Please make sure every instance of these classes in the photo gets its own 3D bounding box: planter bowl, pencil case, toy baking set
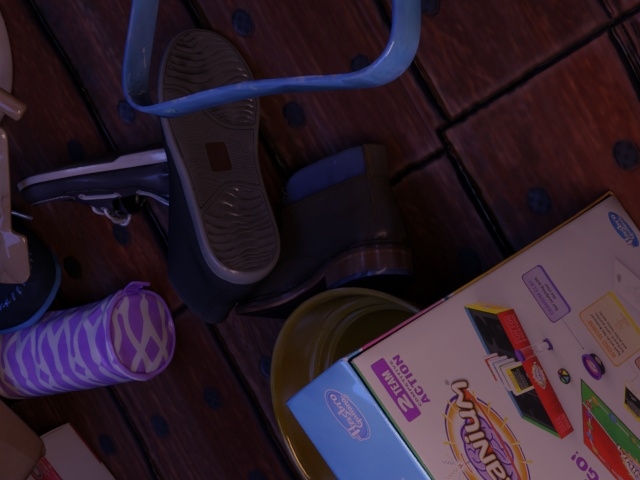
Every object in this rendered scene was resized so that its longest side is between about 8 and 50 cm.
[{"bbox_3d":[0.073,0.122,1.308,0.217,0.090,0.217,18,121,34],"label":"planter bowl"},{"bbox_3d":[-0.222,0.093,1.553,0.206,0.086,0.088,-10,78,41],"label":"pencil case"},{"bbox_3d":[-0.338,-0.077,1.474,0.256,0.030,0.197,28,114,1],"label":"toy baking set"}]

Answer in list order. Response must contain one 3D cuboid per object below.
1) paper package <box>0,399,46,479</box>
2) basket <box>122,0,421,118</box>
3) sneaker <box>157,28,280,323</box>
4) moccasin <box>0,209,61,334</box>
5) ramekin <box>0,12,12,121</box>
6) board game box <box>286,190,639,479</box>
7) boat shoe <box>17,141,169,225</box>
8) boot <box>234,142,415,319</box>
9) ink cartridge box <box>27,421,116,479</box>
[{"bbox_3d":[-0.465,0.124,1.587,0.309,0.168,0.325,16,152,49],"label":"paper package"},{"bbox_3d":[-0.030,-0.233,1.141,0.254,0.201,0.289,-2,76,41],"label":"basket"},{"bbox_3d":[-0.097,-0.050,1.357,0.118,0.083,0.222,129,136,-58],"label":"sneaker"},{"bbox_3d":[-0.393,-0.003,1.594,0.342,0.138,0.117,17,161,33],"label":"moccasin"},{"bbox_3d":[-0.389,-0.168,1.555,0.207,0.109,0.207,17,119,34],"label":"ramekin"},{"bbox_3d":[0.157,0.126,1.085,0.242,0.316,0.064,56,133,7],"label":"board game box"},{"bbox_3d":[-0.177,-0.041,1.459,0.206,0.075,0.065,-8,100,37],"label":"boat shoe"},{"bbox_3d":[0.000,0.000,1.348,0.219,0.082,0.106,-21,69,53],"label":"boot"},{"bbox_3d":[-0.259,0.257,1.670,0.099,0.056,0.135,50,132,12],"label":"ink cartridge box"}]
